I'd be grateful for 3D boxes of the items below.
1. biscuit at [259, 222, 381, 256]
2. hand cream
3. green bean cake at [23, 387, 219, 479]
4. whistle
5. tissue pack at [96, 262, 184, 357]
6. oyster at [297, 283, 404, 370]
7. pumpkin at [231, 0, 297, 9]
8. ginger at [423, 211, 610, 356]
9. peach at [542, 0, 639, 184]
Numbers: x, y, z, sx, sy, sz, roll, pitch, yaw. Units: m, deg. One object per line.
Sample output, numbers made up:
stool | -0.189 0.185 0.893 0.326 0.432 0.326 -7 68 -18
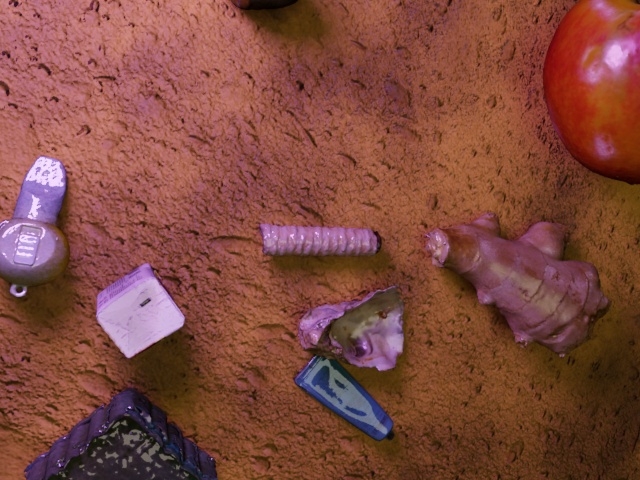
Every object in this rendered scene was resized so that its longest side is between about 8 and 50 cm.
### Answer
biscuit | 0.000 0.000 1.188 0.219 0.055 0.061 0 61 -19
hand cream | 0.055 0.302 1.256 0.224 0.048 0.083 44 83 -12
green bean cake | -0.318 0.403 1.100 0.241 0.132 0.255 -44 109 -7
whistle | -0.440 -0.020 1.033 0.123 0.123 0.222 12 72 -19
tissue pack | -0.286 0.109 1.060 0.106 0.149 0.099 -35 105 -11
oyster | 0.056 0.159 1.214 0.233 0.107 0.161 -2 93 -36
pumpkin | -0.118 -0.468 1.064 0.131 0.126 0.247 -27 85 -5
ginger | 0.387 0.049 1.263 0.375 0.166 0.236 41 93 -24
peach | 0.588 -0.278 1.190 0.389 0.388 0.387 -2 98 -17
